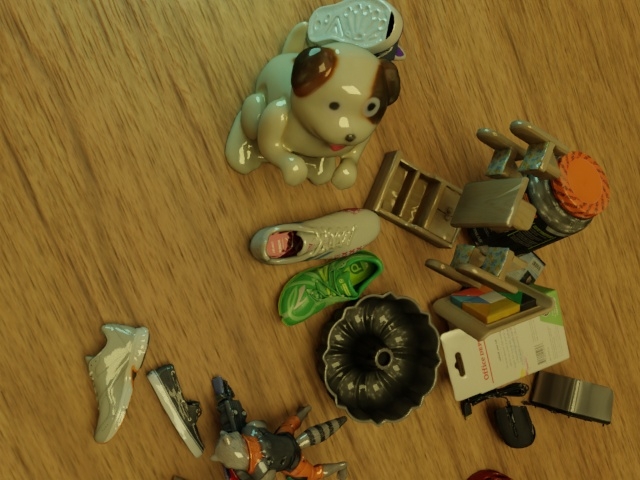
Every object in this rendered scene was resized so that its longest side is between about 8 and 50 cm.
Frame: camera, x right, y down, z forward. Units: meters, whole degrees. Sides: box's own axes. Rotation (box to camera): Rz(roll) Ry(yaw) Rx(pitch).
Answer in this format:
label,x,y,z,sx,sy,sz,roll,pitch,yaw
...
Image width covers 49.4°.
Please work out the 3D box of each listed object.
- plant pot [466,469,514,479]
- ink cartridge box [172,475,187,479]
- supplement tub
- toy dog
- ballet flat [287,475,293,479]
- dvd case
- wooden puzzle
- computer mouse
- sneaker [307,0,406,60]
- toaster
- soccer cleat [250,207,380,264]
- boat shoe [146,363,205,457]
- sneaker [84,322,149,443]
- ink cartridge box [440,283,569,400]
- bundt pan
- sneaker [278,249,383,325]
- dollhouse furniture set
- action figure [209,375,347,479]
label,x,y,z,sx,sy,sz,roll,pitch,yaw
plant pot,0.490,0.738,1.878,0.191,0.174,0.191,0,91,-21
ink cartridge box,-0.163,0.693,1.540,0.384,0.279,0.160,27,82,-21
supplement tub,0.549,-0.086,1.777,0.207,0.338,0.207,10,68,-25
toy dog,0.009,-0.297,1.525,0.284,0.408,0.395,16,85,-23
ballet flat,-0.044,0.616,1.725,0.041,0.041,0.114,-34,104,-19
dvd case,0.511,0.111,1.955,0.180,0.022,0.253,41,76,-17
wooden puzzle,0.443,0.161,1.796,0.238,0.221,0.044,-21,115,-19
computer mouse,0.490,0.500,1.902,0.184,0.060,0.262,-9,125,14
sneaker,0.144,-0.476,1.626,0.236,0.322,0.130,7,99,-37
toaster,0.703,0.443,1.966,0.185,0.168,0.110,17,82,-23
soccer cleat,0.000,0.000,1.647,0.331,0.143,0.116,-13,97,-12
boat shoe,-0.312,0.384,1.587,0.076,0.080,0.228,-30,95,-18
sneaker,-0.464,0.305,1.516,0.121,0.099,0.262,18,77,-15
ink cartridge box,0.472,0.270,1.871,0.353,0.119,0.207,-17,102,-14
bundt pan,0.133,0.287,1.743,0.330,0.124,0.331,0,90,-23
sneaker,0.025,0.106,1.693,0.295,0.123,0.109,-32,102,-18
dollhouse furniture set,0.321,-0.100,1.668,0.256,0.394,0.362,26,81,-21
action figure,-0.112,0.431,1.567,0.330,0.178,0.341,4,52,-49
